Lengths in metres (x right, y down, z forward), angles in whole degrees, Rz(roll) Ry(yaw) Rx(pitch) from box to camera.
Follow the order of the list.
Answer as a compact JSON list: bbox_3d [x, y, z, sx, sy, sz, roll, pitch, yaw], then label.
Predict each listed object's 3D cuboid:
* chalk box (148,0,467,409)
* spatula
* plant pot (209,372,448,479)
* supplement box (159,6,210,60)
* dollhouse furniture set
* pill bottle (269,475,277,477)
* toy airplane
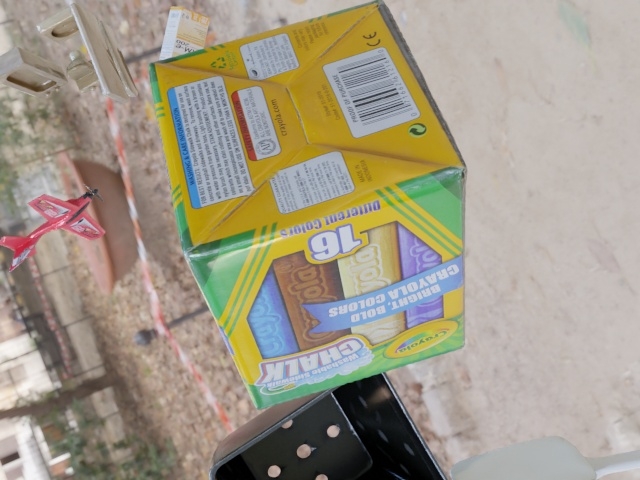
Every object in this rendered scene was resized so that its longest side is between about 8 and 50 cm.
[{"bbox_3d":[0.000,0.000,0.663,0.289,0.179,0.180,79,174,-53],"label":"chalk box"},{"bbox_3d":[0.210,0.149,0.485,0.168,0.242,0.019,-123,25,-73],"label":"spatula"},{"bbox_3d":[0.002,0.233,0.872,0.187,0.188,0.167,60,169,-9],"label":"plant pot"},{"bbox_3d":[-0.229,-0.338,1.451,0.036,0.062,0.098,15,94,44],"label":"supplement box"},{"bbox_3d":[-0.328,-0.200,1.120,0.123,0.151,0.144,66,-170,7],"label":"dollhouse furniture set"},{"bbox_3d":[-0.075,0.480,1.424,0.216,0.121,0.121,-166,56,-80],"label":"pill bottle"},{"bbox_3d":[-0.339,-0.017,1.085,0.028,0.151,0.151,51,156,24],"label":"toy airplane"}]
